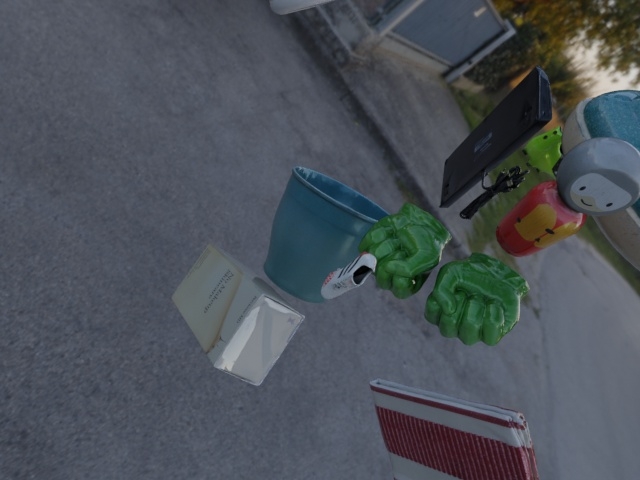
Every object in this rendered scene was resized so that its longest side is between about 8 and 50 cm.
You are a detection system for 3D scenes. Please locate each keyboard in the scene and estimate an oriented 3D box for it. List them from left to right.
[{"bbox_3d":[0.294,-0.135,0.856,0.033,0.317,0.201,16,67,-8],"label":"keyboard"}]

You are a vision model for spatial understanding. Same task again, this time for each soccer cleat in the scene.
[{"bbox_3d":[0.032,0.046,0.575,0.029,0.083,0.035,44,21,-21],"label":"soccer cleat"},{"bbox_3d":[0.381,-0.116,0.736,0.179,0.072,0.060,17,55,-34],"label":"soccer cleat"}]

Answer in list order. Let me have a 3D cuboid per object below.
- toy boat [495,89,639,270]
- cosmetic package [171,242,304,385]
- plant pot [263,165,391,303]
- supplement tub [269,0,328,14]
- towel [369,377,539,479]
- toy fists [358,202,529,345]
[{"bbox_3d":[0.335,-0.054,0.504,0.319,0.148,0.267,-11,66,-27],"label":"toy boat"},{"bbox_3d":[-0.180,0.135,0.994,0.113,0.160,0.309,36,-4,-34],"label":"cosmetic package"},{"bbox_3d":[0.000,0.000,1.164,0.272,0.255,0.271,26,15,-8],"label":"plant pot"},{"bbox_3d":[-0.048,-0.651,1.054,0.191,0.191,0.272,-61,141,-59],"label":"supplement tub"},{"bbox_3d":[0.199,0.359,0.686,0.037,0.237,0.328,-25,105,-40],"label":"towel"},{"bbox_3d":[0.189,0.056,0.795,0.279,0.142,0.096,37,-12,21],"label":"toy fists"}]
